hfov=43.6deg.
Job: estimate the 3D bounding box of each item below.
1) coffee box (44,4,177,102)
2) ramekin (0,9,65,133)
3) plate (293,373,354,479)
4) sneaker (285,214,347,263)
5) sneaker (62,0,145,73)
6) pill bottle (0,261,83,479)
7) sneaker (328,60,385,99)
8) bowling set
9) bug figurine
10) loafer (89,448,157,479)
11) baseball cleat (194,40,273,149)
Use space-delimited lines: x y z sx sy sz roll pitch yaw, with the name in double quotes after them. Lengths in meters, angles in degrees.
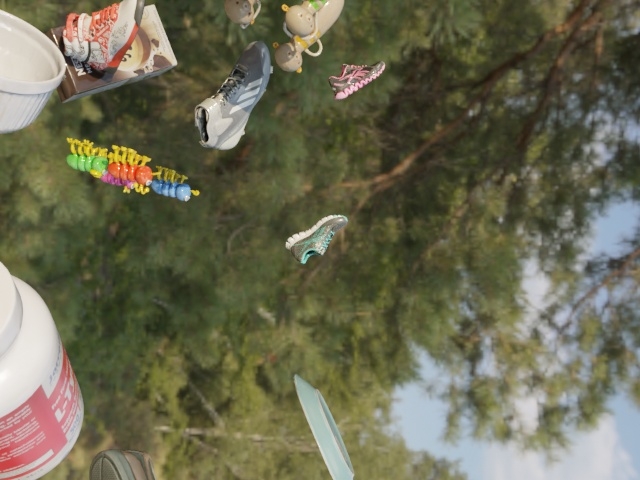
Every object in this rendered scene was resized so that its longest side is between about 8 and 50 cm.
-0.543 -0.479 2.052 0.119 0.297 0.168 -8 -74 53 "coffee box"
-0.490 -0.248 1.164 0.109 0.207 0.207 -55 -155 28 "ramekin"
0.011 0.266 1.099 0.188 0.024 0.188 155 -90 -89 "plate"
0.000 0.000 1.960 0.076 0.167 0.065 63 10 25 "sneaker"
-0.504 -0.490 1.836 0.270 0.145 0.090 -38 -139 52 "sneaker"
-0.478 0.185 1.133 0.407 0.229 0.228 101 -13 -57 "pill bottle"
0.067 -0.319 1.534 0.057 0.119 0.047 58 -9 -6 "sneaker"
-0.056 -0.374 1.147 0.154 0.287 0.200 -55 -151 -6 "bowling set"
-0.376 -0.131 1.588 0.279 0.216 0.072 25 80 -75 "bug figurine"
-0.208 0.384 1.015 0.096 0.084 0.267 -42 -118 29 "loafer"
-0.155 -0.254 1.403 0.072 0.109 0.205 29 -73 32 "baseball cleat"
